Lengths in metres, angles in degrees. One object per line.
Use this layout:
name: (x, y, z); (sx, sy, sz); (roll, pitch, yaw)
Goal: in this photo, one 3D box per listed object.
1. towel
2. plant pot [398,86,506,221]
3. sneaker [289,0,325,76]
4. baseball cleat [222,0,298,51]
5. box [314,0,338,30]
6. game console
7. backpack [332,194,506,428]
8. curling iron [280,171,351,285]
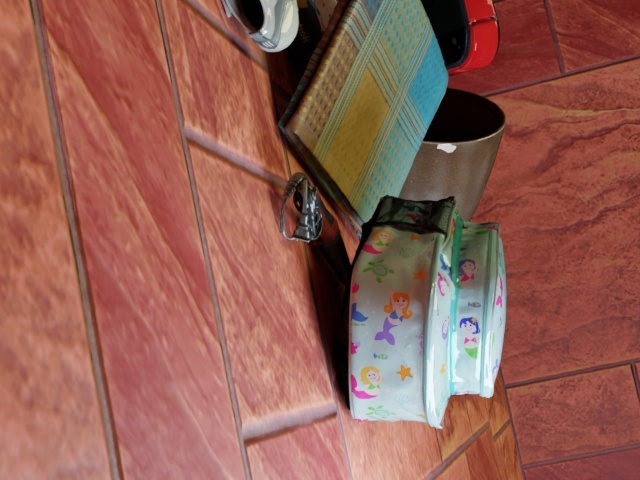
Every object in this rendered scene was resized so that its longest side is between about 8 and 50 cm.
towel: (0.065, -0.176, 1.358); (0.272, 0.040, 0.370); (-65, 157, -10)
plant pot: (0.175, -0.099, 1.765); (0.215, 0.215, 0.231); (-83, 176, -59)
sneaker: (-0.020, -0.260, 1.330); (0.059, 0.053, 0.144); (-93, 166, -48)
baseball cleat: (-0.067, -0.295, 1.106); (0.109, 0.072, 0.206); (17, 57, -69)
box: (0.050, -0.256, 1.535); (0.186, 0.038, 0.145); (60, 5, 21)
game console: (0.134, -0.416, 1.737); (0.386, 0.060, 0.342); (-1, -77, 66)
backpack: (0.109, 0.085, 1.226); (0.253, 0.191, 0.225); (-52, 145, -62)
curling iron: (0.000, 0.000, 1.196); (0.274, 0.035, 0.068); (59, 42, -69)
